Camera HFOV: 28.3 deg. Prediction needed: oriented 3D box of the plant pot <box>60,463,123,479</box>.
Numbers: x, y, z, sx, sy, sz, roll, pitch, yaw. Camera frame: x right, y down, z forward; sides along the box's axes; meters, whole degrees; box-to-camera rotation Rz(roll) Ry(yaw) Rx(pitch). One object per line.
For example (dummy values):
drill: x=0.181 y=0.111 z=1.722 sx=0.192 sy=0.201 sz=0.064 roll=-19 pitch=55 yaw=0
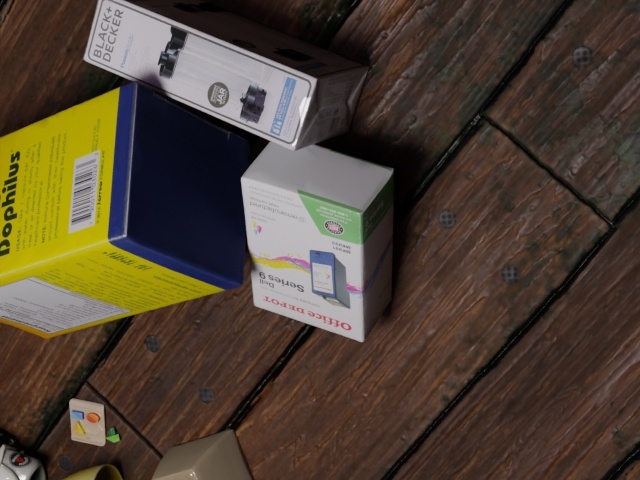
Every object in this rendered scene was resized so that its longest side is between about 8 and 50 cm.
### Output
plant pot: x=-0.333 y=0.376 z=1.740 sx=0.095 sy=0.134 sz=0.134 roll=-6 pitch=100 yaw=13

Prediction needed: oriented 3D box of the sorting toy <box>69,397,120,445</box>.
sorting toy: x=-0.317 y=0.258 z=1.783 sx=0.083 sy=0.012 sz=0.062 roll=7 pitch=105 yaw=23

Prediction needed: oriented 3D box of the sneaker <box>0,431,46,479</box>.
sneaker: x=-0.474 y=0.320 z=1.814 sx=0.146 sy=0.122 sz=0.330 roll=-35 pitch=99 yaw=20

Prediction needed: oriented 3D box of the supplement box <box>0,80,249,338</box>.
supplement box: x=-0.283 y=-0.024 z=1.537 sx=0.357 sy=0.194 sz=0.195 roll=-16 pitch=63 yaw=35

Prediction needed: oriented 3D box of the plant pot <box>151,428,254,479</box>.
plant pot: x=-0.160 y=0.327 z=1.682 sx=0.109 sy=0.096 sz=0.109 roll=-20 pitch=93 yaw=26

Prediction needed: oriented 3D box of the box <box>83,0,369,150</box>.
box: x=-0.110 y=-0.209 z=1.495 sx=0.290 sy=0.169 sz=0.087 roll=24 pitch=111 yaw=18

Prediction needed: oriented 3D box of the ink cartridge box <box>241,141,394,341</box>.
ink cartridge box: x=0.000 y=0.000 z=1.491 sx=0.154 sy=0.093 sz=0.212 roll=18 pitch=138 yaw=20
